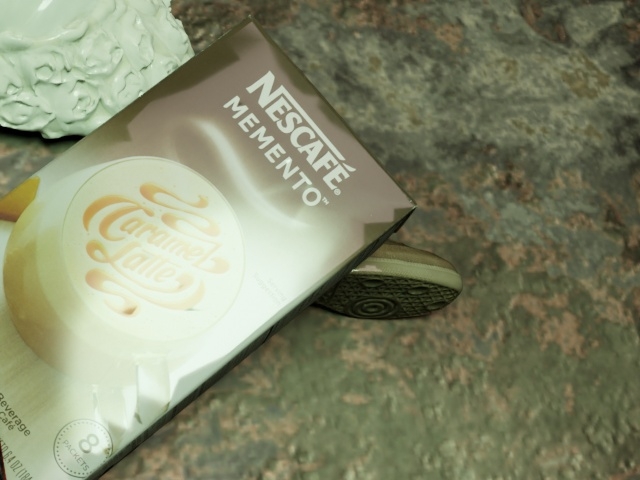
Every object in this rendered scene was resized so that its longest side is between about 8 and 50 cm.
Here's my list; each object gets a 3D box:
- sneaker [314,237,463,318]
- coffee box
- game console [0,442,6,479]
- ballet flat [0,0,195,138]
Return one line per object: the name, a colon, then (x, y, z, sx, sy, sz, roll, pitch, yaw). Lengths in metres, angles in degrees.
sneaker: (0.000, 0.000, 0.809, 0.188, 0.066, 0.071, 8, 61, -21)
coffee box: (-0.092, 0.014, 0.700, 0.246, 0.098, 0.141, -40, 85, -15)
game console: (-0.226, 0.104, 0.607, 0.144, 0.124, 0.085, 9, 26, 25)
ballet flat: (-0.253, -0.176, 0.748, 0.409, 0.147, 0.147, 21, 58, -14)
